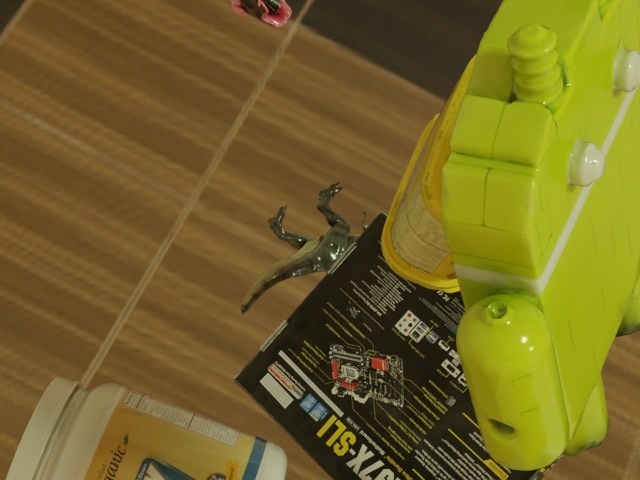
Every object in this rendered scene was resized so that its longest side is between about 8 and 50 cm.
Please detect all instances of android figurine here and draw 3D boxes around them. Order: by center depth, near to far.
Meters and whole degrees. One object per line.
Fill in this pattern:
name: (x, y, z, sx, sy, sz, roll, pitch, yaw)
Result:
android figurine: (0.125, -0.019, 0.640, 0.056, 0.273, 0.248, 13, 52, 27)

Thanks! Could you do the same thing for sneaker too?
sneaker: (-0.057, -0.216, 1.109, 0.057, 0.119, 0.047, 40, 90, 24)

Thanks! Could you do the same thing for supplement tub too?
supplement tub: (-0.140, 0.200, 1.051, 0.199, 0.144, 0.144, 21, 61, -1)

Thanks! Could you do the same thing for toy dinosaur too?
toy dinosaur: (0.000, 0.000, 1.670, 0.268, 0.064, 0.118, -17, 70, -25)

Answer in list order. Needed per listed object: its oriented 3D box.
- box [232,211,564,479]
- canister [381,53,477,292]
box: (0.104, 0.166, 1.437, 0.322, 0.079, 0.257, 42, 94, 19)
canister: (0.096, -0.043, 0.849, 0.073, 0.170, 0.126, 23, 77, 0)
